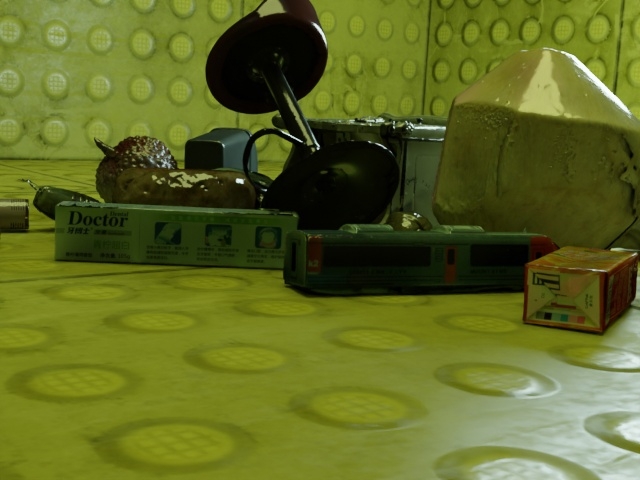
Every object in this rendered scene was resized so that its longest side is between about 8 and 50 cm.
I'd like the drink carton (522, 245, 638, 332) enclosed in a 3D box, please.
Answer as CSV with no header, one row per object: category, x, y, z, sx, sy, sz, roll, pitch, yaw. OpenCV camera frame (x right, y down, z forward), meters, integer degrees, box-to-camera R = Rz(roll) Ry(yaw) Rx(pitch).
drink carton,0.317,0.053,1.142,0.096,0.071,0.223,6,8,27

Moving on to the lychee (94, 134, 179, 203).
lychee,-0.357,-0.129,1.822,0.197,0.165,0.165,44,-12,-26

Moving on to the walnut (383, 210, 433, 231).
walnut,0.134,-0.008,1.485,0.092,0.092,0.092,3,8,0

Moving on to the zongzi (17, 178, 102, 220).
zongzi,-0.455,-0.063,1.623,0.154,0.062,0.130,19,-2,-26

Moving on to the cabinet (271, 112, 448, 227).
cabinet,0.112,-0.123,1.757,0.290,0.228,0.318,12,11,43

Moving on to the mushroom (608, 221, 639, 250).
mushroom,0.639,-0.059,1.673,0.292,0.212,0.217,-2,15,12

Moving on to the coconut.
coconut,0.338,-0.124,1.469,0.352,0.353,0.352,3,8,0

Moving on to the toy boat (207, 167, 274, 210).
toy boat,-0.142,-0.071,1.695,0.262,0.114,0.115,11,6,39

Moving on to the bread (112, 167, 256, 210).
bread,-0.223,-0.058,1.538,0.230,0.123,0.230,1,7,0

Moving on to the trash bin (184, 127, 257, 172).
trash bin,-0.202,-0.138,1.945,0.101,0.177,0.236,5,12,10

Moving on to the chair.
chair,-0.046,-0.211,1.529,0.226,0.226,0.401,-1,50,-28

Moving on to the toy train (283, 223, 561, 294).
toy train,0.155,0.022,1.253,0.409,0.089,0.086,-1,4,-22

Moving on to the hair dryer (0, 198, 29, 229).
hair dryer,-0.546,-0.021,1.451,0.195,0.054,0.220,0,15,-18

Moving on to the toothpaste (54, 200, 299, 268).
toothpaste,-0.200,-0.009,1.338,0.336,0.081,0.067,2,8,-5
